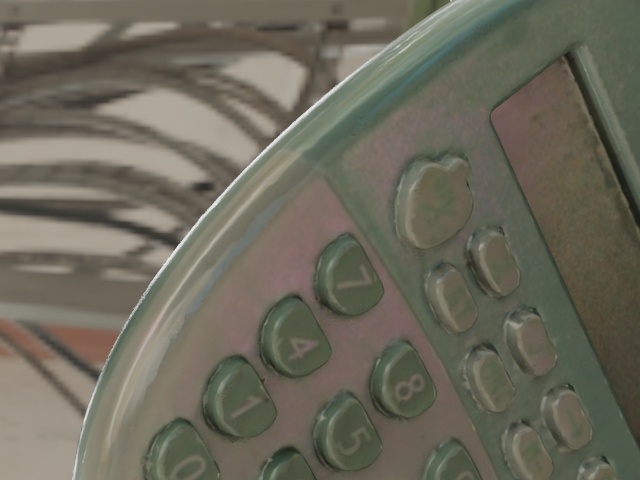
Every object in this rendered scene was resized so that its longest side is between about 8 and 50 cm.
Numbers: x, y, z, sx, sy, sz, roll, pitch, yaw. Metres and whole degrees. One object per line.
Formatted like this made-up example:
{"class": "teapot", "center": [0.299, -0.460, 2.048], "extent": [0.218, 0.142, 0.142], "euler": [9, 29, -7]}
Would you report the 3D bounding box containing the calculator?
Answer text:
{"class": "calculator", "center": [0.053, 0.024, 0.553], "extent": [0.295, 0.042, 0.184], "euler": [-39, -62, -23]}
